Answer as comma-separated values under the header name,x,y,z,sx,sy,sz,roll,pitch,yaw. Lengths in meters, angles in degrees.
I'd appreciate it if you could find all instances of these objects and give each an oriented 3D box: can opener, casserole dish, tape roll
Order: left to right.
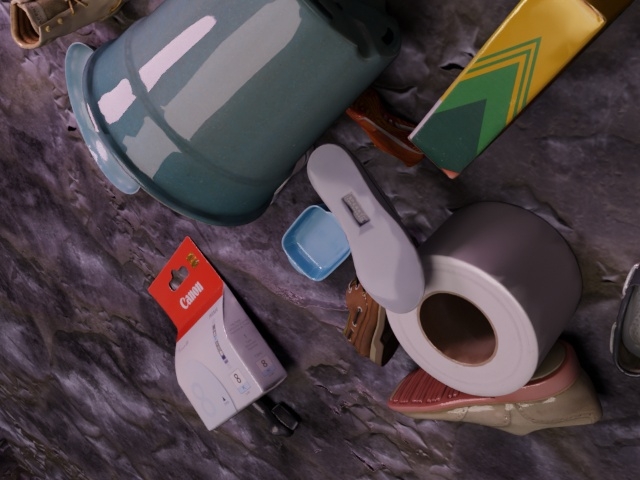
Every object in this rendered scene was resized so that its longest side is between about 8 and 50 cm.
name,x,y,z,sx,sy,sz,roll,pitch,yaw
can opener,-0.131,0.401,1.801,0.186,0.073,0.059,37,177,20
casserole dish,0.000,0.000,1.376,0.114,0.037,0.188,47,141,3
tape roll,0.241,0.086,1.118,0.246,0.169,0.246,23,133,27

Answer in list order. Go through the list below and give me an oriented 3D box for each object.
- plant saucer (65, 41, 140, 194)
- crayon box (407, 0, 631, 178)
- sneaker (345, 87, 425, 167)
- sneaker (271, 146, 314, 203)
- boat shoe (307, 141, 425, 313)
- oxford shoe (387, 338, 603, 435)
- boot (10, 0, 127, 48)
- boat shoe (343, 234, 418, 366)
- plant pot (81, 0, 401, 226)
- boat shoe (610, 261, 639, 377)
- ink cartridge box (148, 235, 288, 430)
name,x,y,z,sx,sy,sz,roll,pitch,yaw
plant saucer,-0.425,-0.248,1.524,0.318,0.044,0.317,36,140,39
crayon box,0.252,-0.225,0.844,0.081,0.202,0.318,45,140,5
sneaker,0.085,-0.174,1.146,0.175,0.064,0.067,44,150,11
sneaker,-0.113,-0.112,1.349,0.094,0.091,0.258,49,140,1
boat shoe,0.075,-0.024,1.046,0.095,0.084,0.258,-25,91,21
oxford shoe,0.276,0.274,1.260,0.397,0.140,0.146,-18,115,51
boot,-0.417,-0.430,1.296,0.262,0.203,0.095,-18,107,50
boat shoe,0.092,0.099,1.310,0.104,0.111,0.307,29,135,22
plant pot,-0.091,-0.247,1.036,0.334,0.341,0.341,-36,93,33
boat shoe,0.454,0.059,0.961,0.114,0.091,0.302,23,133,28
ink cartridge box,-0.275,0.223,1.729,0.385,0.091,0.308,53,140,6
